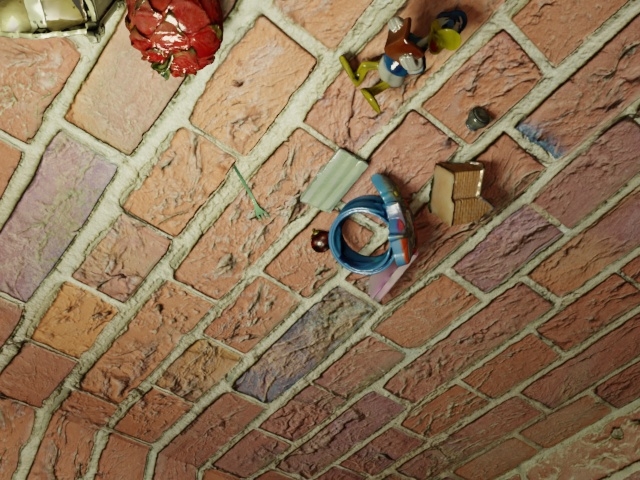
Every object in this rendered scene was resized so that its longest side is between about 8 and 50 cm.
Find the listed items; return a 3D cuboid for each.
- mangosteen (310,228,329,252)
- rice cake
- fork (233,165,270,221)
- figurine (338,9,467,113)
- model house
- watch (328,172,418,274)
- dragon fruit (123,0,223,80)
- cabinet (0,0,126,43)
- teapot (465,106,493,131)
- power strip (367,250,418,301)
[{"bbox_3d":[0.002,0.003,2.065,0.080,0.081,0.081,-1,129,-1],"label":"mangosteen"},{"bbox_3d":[0.039,-0.190,1.933,0.127,0.043,0.237,26,123,-20],"label":"rice cake"},{"bbox_3d":[-0.230,-0.146,1.972,0.039,0.021,0.235,-22,127,11],"label":"fork"},{"bbox_3d":[0.236,-0.522,1.585,0.338,0.283,0.205,-32,83,0],"label":"figurine"},{"bbox_3d":[0.459,-0.158,1.919,0.172,0.166,0.183,-7,115,-16],"label":"model house"},{"bbox_3d":[0.156,-0.050,1.950,0.274,0.241,0.305,-16,104,22],"label":"watch"},{"bbox_3d":[-0.364,-0.558,1.497,0.244,0.244,0.299,-11,110,6],"label":"dragon fruit"},{"bbox_3d":[-0.636,-0.607,1.391,0.289,0.318,0.228,-2,129,-2],"label":"cabinet"},{"bbox_3d":[0.476,-0.360,1.809,0.087,0.066,0.057,0,153,-31],"label":"teapot"},{"bbox_3d":[0.253,0.098,2.132,0.037,0.109,0.279,21,125,-20],"label":"power strip"}]
